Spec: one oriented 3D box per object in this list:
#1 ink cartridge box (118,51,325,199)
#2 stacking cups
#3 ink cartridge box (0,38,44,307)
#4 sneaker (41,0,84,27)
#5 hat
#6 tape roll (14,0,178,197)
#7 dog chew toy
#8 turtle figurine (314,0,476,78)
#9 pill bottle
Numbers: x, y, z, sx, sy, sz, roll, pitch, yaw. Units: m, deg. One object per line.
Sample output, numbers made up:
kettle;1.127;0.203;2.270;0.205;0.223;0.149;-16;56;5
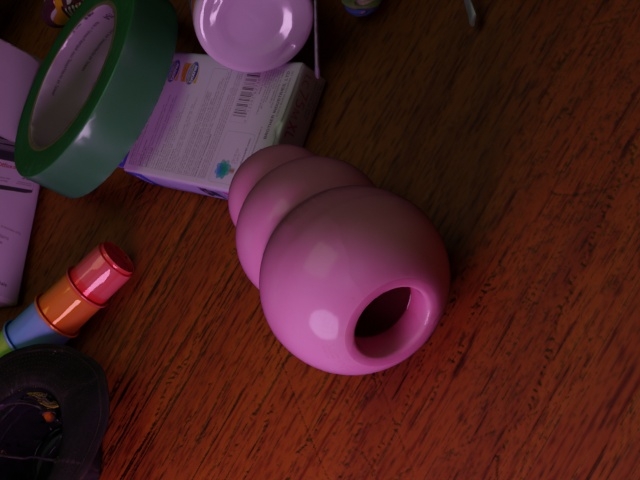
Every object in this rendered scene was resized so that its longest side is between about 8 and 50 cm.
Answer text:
ink cartridge box;-0.150;-0.155;1.552;0.311;0.065;0.185;13;79;38
stacking cups;-0.383;0.129;1.604;0.316;0.096;0.096;-39;52;12
ink cartridge box;-0.584;-0.096;1.791;0.286;0.166;0.394;-9;66;36
sneaker;-0.369;-0.374;1.809;0.186;0.070;0.083;-28;51;27
hat;-0.377;0.302;1.485;0.331;0.134;0.331;-17;45;19
tape roll;-0.324;-0.220;1.646;0.321;0.077;0.321;-36;40;37
dog chew toy;0.000;0.000;1.287;0.206;0.207;0.332;-51;42;9
turtle figurine;0.068;-0.372;1.355;0.198;0.266;0.274;-8;31;6
pill bottle;-0.103;-0.347;1.514;0.152;0.152;0.272;-41;34;17
